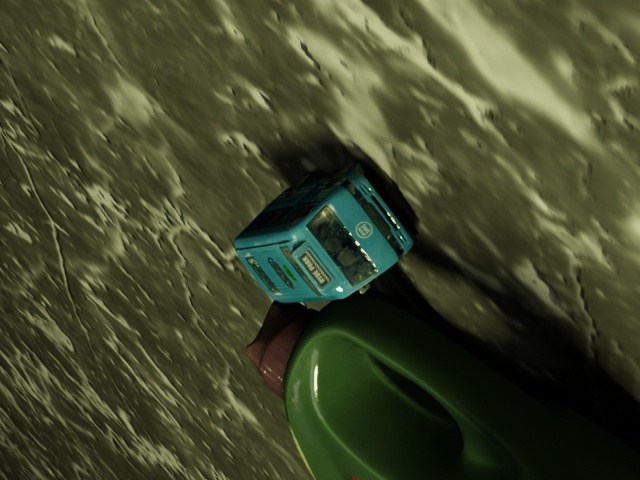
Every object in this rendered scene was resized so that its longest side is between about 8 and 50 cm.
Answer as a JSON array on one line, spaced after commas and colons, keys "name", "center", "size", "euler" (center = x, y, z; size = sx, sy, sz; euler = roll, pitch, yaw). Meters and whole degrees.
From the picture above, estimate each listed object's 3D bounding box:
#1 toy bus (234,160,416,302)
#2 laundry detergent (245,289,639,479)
[{"name": "toy bus", "center": [0.000, 0.000, 0.743], "size": [0.038, 0.046, 0.083], "euler": [53, 163, -10]}, {"name": "laundry detergent", "center": [0.044, 0.076, 0.749], "size": [0.222, 0.078, 0.144], "euler": [38, 159, 38]}]
